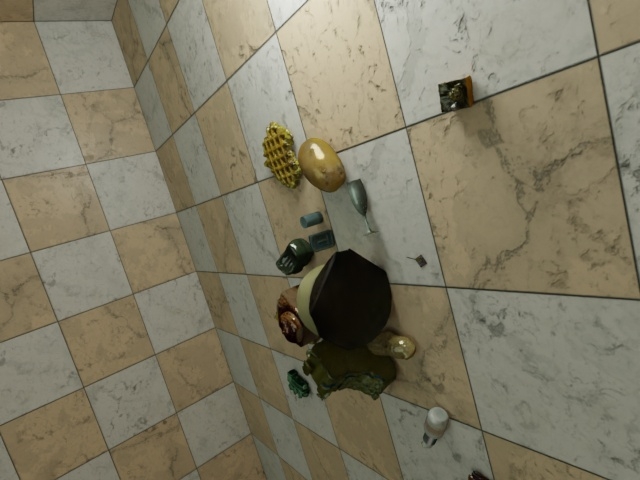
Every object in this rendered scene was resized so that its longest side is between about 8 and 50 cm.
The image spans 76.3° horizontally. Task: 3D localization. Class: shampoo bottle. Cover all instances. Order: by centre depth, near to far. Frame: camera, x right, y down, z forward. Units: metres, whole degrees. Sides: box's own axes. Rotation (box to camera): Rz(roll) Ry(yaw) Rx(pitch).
[{"bbox_3d":[0.408,0.680,1.465,0.074,0.074,0.192,37,137,39],"label":"shampoo bottle"}]

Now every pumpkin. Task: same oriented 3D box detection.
[{"bbox_3d":[0.334,-0.360,1.006,0.083,0.054,0.074,6,117,49],"label":"pumpkin"}]

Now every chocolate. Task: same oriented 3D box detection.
[{"bbox_3d":[0.050,0.219,1.490,0.297,0.326,0.314,-4,60,54],"label":"chocolate"}]

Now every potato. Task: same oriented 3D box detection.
[{"bbox_3d":[-0.003,-0.275,1.471,0.150,0.146,0.234,-51,61,20],"label":"potato"}]

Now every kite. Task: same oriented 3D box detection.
[{"bbox_3d":[0.314,0.068,1.320,0.078,0.002,0.044,-16,94,56],"label":"kite"}]

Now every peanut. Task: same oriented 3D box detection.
[{"bbox_3d":[0.257,0.385,1.495,0.214,0.100,0.099,0,108,55],"label":"peanut"}]

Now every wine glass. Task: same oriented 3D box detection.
[{"bbox_3d":[0.144,-0.116,1.407,0.066,0.066,0.198,-12,97,57],"label":"wine glass"}]

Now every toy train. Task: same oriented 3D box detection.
[{"bbox_3d":[-0.126,0.819,2.314,0.170,0.071,0.111,21,117,48],"label":"toy train"}]

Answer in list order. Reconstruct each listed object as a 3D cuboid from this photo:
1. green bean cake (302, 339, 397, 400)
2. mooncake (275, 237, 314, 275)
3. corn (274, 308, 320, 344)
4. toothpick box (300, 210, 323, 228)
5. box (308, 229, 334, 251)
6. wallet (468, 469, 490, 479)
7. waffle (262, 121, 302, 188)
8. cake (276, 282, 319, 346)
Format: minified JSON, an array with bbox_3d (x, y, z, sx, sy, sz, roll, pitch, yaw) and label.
[{"bbox_3d":[0.105,0.513,1.589,0.285,0.310,0.202,53,142,27],"label":"green bean cake"},{"bbox_3d":[-0.114,0.072,1.789,0.104,0.168,0.175,52,159,22],"label":"mooncake"},{"bbox_3d":[-0.117,0.423,2.044,0.305,0.106,0.106,28,130,44],"label":"corn"},{"bbox_3d":[-0.036,-0.084,1.660,0.052,0.083,0.052,32,132,43],"label":"toothpick box"},{"bbox_3d":[0.000,0.000,1.651,0.054,0.099,0.074,-164,59,-68],"label":"box"},{"bbox_3d":[0.585,0.880,1.358,0.196,0.042,0.160,21,129,46],"label":"wallet"},{"bbox_3d":[-0.163,-0.359,1.719,0.291,0.051,0.291,35,137,41],"label":"waffle"},{"bbox_3d":[-0.074,0.319,1.756,0.199,0.293,0.196,33,133,36],"label":"cake"}]
